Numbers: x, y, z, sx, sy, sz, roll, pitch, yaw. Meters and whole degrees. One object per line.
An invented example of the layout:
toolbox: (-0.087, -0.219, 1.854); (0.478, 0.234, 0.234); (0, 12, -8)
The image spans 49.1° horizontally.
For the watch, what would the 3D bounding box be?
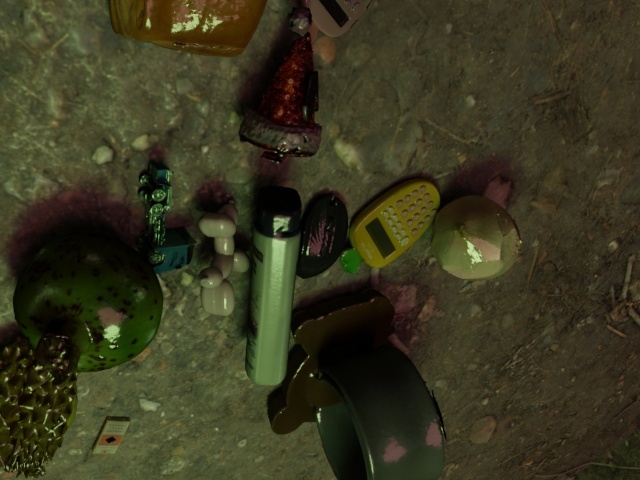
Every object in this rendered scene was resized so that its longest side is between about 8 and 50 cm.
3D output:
watch: (0.087, 0.319, 1.348); (0.314, 0.327, 0.335); (-15, 128, -21)

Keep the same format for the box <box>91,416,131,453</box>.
box: (-0.392, 0.365, 1.311); (0.046, 0.012, 0.083); (13, 114, -37)

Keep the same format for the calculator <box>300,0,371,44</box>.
calculator: (0.026, -0.360, 1.027); (0.166, 0.024, 0.103); (-46, 133, 3)

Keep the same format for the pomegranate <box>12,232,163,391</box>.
pomegranate: (-0.338, 0.103, 1.002); (0.211, 0.263, 0.211); (2, 116, 4)

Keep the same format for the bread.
bread: (-0.151, -0.349, 0.877); (0.210, 0.099, 0.235); (1, 121, -32)

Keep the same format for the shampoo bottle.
shampoo bottle: (-0.084, 0.075, 1.202); (0.078, 0.134, 0.360); (1, 123, -8)

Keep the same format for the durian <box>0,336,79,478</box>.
durian: (-0.475, 0.275, 1.127); (0.172, 0.166, 0.306); (15, 111, -4)

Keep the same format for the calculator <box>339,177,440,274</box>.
calculator: (0.130, -0.025, 1.326); (0.235, 0.032, 0.146); (-38, 133, -4)

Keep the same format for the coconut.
coconut: (0.296, -0.003, 1.332); (0.171, 0.171, 0.183); (-48, 158, 8)

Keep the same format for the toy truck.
toy truck: (-0.236, -0.037, 1.082); (0.081, 0.067, 0.175); (-10, 123, -32)

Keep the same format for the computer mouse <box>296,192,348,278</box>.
computer mouse: (0.000, 0.000, 1.248); (0.099, 0.057, 0.172); (6, 115, -32)

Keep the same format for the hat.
hat: (-0.039, -0.225, 1.031); (0.140, 0.128, 0.227); (-24, 132, -58)

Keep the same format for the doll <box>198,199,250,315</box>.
doll: (-0.159, 0.020, 1.130); (0.059, 0.161, 0.160); (7, 141, 13)
